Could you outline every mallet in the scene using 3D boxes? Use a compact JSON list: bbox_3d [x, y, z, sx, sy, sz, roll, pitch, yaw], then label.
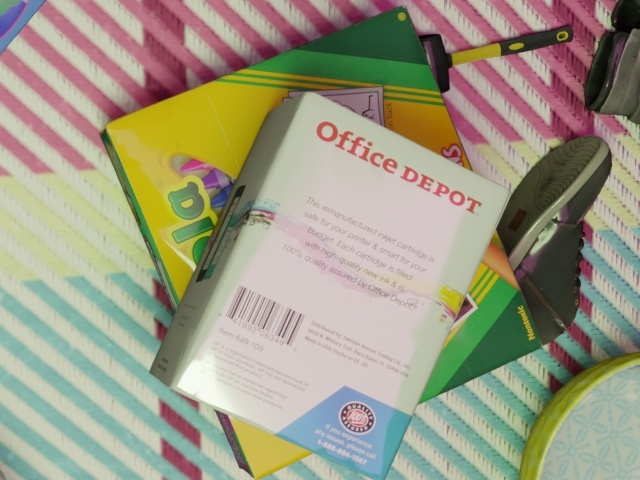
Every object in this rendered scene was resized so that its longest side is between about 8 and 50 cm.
[{"bbox_3d":[0.178,-0.187,1.610,0.189,0.039,0.062,-7,101,-21],"label":"mallet"}]

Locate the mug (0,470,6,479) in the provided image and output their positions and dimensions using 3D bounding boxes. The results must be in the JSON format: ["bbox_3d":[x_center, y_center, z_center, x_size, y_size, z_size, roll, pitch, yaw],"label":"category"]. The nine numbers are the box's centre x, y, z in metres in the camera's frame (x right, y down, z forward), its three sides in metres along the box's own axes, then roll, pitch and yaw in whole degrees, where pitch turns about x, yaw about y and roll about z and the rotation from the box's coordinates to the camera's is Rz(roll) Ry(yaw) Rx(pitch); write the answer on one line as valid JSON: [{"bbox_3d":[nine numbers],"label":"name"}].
[{"bbox_3d":[-0.435,0.289,1.376,0.374,0.276,0.328,-37,104,30],"label":"mug"}]

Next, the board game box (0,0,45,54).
[{"bbox_3d":[-0.405,-0.295,1.369,0.347,0.078,0.233,41,86,-21],"label":"board game box"}]

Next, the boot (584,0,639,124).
[{"bbox_3d":[0.375,-0.114,1.659,0.222,0.118,0.338,16,84,-18],"label":"boot"}]

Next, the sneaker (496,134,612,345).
[{"bbox_3d":[0.254,0.000,1.653,0.118,0.083,0.222,35,96,-27],"label":"sneaker"}]

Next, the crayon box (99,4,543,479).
[{"bbox_3d":[0.000,0.000,1.510,0.313,0.106,0.363,-24,94,-14],"label":"crayon box"}]

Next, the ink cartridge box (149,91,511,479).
[{"bbox_3d":[0.002,0.038,1.354,0.198,0.197,0.270,26,84,-10],"label":"ink cartridge box"}]

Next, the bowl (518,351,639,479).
[{"bbox_3d":[0.326,0.244,1.675,0.289,0.156,0.289,-4,102,-17],"label":"bowl"}]
